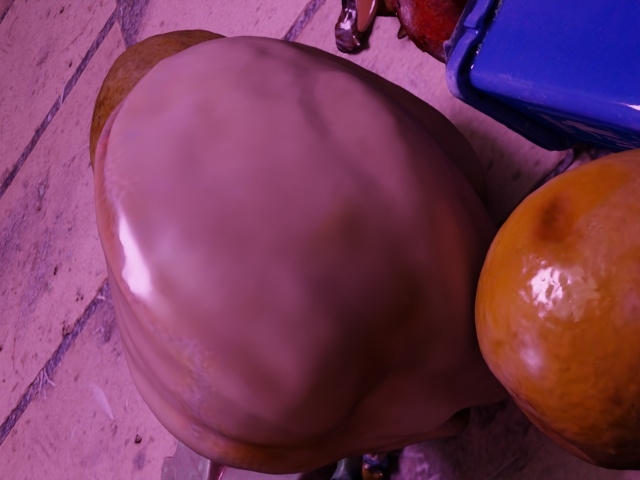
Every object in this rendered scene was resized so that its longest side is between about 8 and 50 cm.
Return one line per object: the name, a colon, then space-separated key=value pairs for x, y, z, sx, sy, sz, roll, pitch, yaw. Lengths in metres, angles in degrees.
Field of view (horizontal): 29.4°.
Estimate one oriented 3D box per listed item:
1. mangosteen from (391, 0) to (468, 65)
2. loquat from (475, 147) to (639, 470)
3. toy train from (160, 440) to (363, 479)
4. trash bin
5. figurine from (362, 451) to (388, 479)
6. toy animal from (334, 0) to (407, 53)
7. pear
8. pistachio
mangosteen: x=0.133 y=-0.222 z=1.059 sx=0.180 sy=0.166 sz=0.166 roll=134 pitch=150 yaw=-73
loquat: x=0.194 y=0.050 z=0.745 sx=0.213 sy=0.213 sz=0.213 roll=-32 pitch=47 yaw=42
toy train: x=-0.033 y=0.260 z=0.991 sx=0.304 sy=0.150 sz=0.222 roll=-4 pitch=77 yaw=56
trash bin: x=0.225 y=-0.144 z=0.872 sx=0.234 sy=0.162 sz=0.184 roll=31 pitch=98 yaw=52
figurine: x=0.041 y=0.187 z=1.042 sx=0.050 sy=0.047 sz=0.083 roll=41 pitch=122 yaw=53
toy animal: x=0.063 y=-0.250 z=1.240 sx=0.188 sy=0.089 sz=0.179 roll=-118 pitch=40 yaw=-50
pear: x=-0.161 y=-0.131 z=1.383 sx=0.211 sy=0.188 sz=0.229 roll=-38 pitch=42 yaw=57
pistachio: x=0.000 y=0.000 z=0.926 sx=0.281 sy=0.365 sz=0.445 roll=-48 pitch=9 yaw=29
